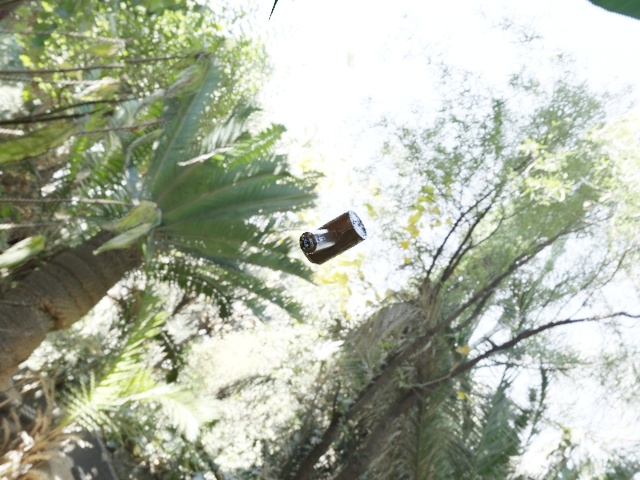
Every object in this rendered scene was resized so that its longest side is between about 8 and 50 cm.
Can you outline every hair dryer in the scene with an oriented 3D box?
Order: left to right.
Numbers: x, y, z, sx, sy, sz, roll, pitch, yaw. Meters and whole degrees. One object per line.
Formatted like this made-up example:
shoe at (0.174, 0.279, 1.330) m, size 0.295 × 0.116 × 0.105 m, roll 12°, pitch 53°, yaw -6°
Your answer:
hair dryer at (0.000, 0.000, 0.821) m, size 0.117 × 0.181 × 0.064 m, roll -30°, pitch -99°, yaw 22°

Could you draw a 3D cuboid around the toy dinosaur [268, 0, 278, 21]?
toy dinosaur at (-0.069, -0.432, 0.817) m, size 0.029 × 0.120 × 0.060 m, roll 31°, pitch 9°, yaw 4°
